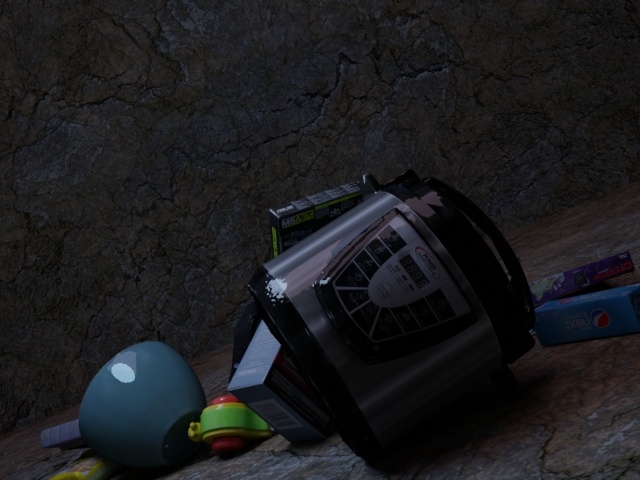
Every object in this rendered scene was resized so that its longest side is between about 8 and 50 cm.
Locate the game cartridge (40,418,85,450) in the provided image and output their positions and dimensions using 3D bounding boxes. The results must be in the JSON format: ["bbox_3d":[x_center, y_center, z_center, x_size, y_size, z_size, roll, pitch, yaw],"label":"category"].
[{"bbox_3d":[-0.506,0.488,1.894,0.230,0.068,0.355,-27,-23,28],"label":"game cartridge"}]

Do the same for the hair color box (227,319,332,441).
[{"bbox_3d":[-0.019,0.197,1.494,0.114,0.185,0.374,-20,33,42],"label":"hair color box"}]

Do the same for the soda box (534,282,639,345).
[{"bbox_3d":[0.494,0.138,1.343,0.067,0.071,0.210,-20,0,-39],"label":"soda box"}]

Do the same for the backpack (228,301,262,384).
[{"bbox_3d":[-0.089,0.265,1.862,0.213,0.263,0.276,-1,-14,-42],"label":"backpack"}]

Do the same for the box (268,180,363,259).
[{"bbox_3d":[0.000,0.000,1.359,0.191,0.184,0.045,-20,35,-24],"label":"box"}]

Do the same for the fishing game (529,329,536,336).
[{"bbox_3d":[0.417,0.183,1.610,0.189,0.041,0.264,-25,2,-11],"label":"fishing game"}]

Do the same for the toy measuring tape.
[{"bbox_3d":[-0.141,0.372,1.530,0.330,0.121,0.121,-16,3,19],"label":"toy measuring tape"}]

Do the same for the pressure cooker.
[{"bbox_3d":[0.133,0.100,1.229,0.420,0.370,0.375,-31,32,-8],"label":"pressure cooker"}]

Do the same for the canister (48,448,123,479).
[{"bbox_3d":[-0.569,0.565,1.779,0.126,0.073,0.170,-21,3,19],"label":"canister"}]

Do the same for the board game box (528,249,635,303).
[{"bbox_3d":[0.539,0.092,1.592,0.208,0.056,0.347,-16,-9,9],"label":"board game box"}]

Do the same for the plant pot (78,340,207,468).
[{"bbox_3d":[-0.371,0.403,1.671,0.195,0.290,0.290,26,34,35],"label":"plant pot"}]
